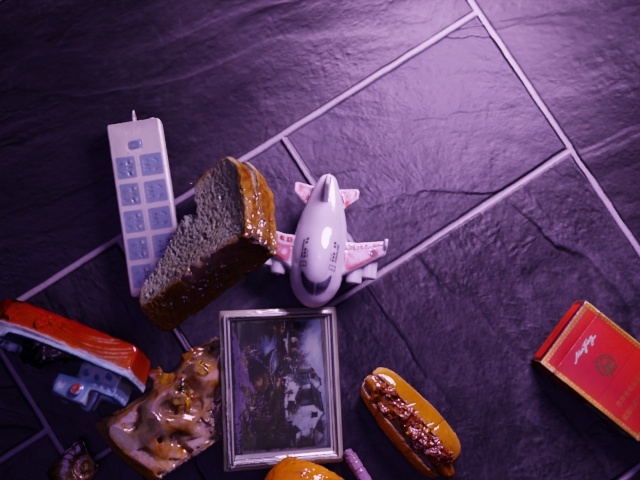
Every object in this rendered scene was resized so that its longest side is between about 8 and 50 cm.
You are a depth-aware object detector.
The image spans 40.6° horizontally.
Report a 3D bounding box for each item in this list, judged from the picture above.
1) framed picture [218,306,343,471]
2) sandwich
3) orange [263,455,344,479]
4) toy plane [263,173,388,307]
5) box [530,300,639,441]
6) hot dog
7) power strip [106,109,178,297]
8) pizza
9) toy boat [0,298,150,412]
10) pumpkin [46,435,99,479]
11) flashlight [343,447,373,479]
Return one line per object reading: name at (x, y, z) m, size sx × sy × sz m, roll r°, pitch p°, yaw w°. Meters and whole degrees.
framed picture at (-0.071, 0.274, 1.611) m, size 0.232 × 0.019 × 0.296 m, roll -2°, pitch 85°, yaw -16°
sandwich at (-0.207, -0.001, 1.585) m, size 0.288 × 0.254 × 0.099 m, roll -37°, pitch 131°, yaw 19°
orange at (-0.025, 0.478, 1.532) m, size 0.193 × 0.193 × 0.161 m, roll 33°, pitch 77°, yaw 1°
toy plane at (0.000, 0.001, 1.620) m, size 0.252 × 0.118 × 0.252 m, roll 0°, pitch 87°, yaw 0°
box at (0.541, 0.245, 1.639) m, size 0.239 × 0.074 × 0.153 m, roll 39°, pitch 88°, yaw 1°
hot dog at (0.174, 0.344, 1.611) m, size 0.102 × 0.076 × 0.249 m, roll -39°, pitch 86°, yaw -9°
power strip at (-0.332, -0.069, 1.649) m, size 0.106 × 0.043 × 0.367 m, roll -10°, pitch 85°, yaw -4°
pizza at (-0.257, 0.305, 1.602) m, size 0.297 × 0.071 × 0.189 m, roll -38°, pitch 83°, yaw -11°
toy boat at (-0.481, 0.211, 1.558) m, size 0.331 × 0.145 × 0.133 m, roll 19°, pitch 70°, yaw 12°
pumpkin at (-0.456, 0.422, 1.604) m, size 0.101 × 0.035 × 0.073 m, roll -42°, pitch 76°, yaw -2°
flashlight at (0.078, 0.440, 1.621) m, size 0.052 × 0.031 × 0.110 m, roll -32°, pitch 82°, yaw -3°
